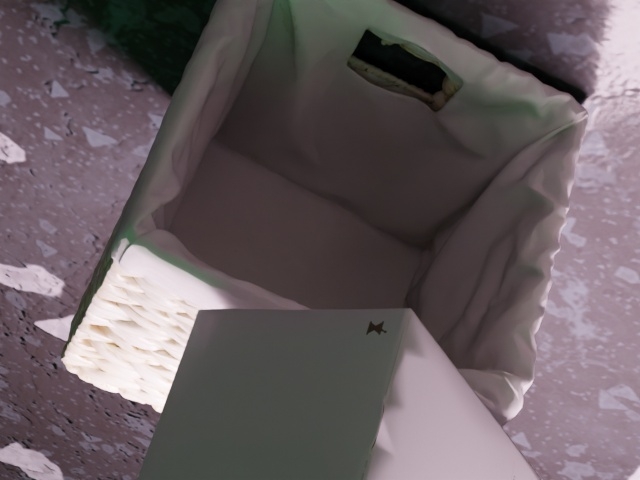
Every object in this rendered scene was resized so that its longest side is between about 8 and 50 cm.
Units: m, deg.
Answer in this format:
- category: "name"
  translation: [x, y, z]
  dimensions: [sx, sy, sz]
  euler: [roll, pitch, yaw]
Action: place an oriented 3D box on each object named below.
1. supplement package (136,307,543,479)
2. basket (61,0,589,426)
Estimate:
- category: "supplement package"
  translation: [0.026, 0.194, 1.063]
  dimensions: [0.175, 0.177, 0.293]
  euler: [-1, 145, 31]
- category: "basket"
  translation: [0.000, 0.000, 1.254]
  dimensions: [0.328, 0.331, 0.266]
  euler: [25, 144, -9]
